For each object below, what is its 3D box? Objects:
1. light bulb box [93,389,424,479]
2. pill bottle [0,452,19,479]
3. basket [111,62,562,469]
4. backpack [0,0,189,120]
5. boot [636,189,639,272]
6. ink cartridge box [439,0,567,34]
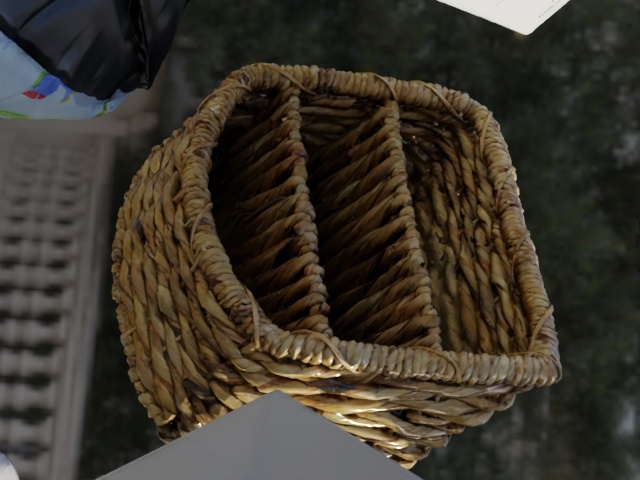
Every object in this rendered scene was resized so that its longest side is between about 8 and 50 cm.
[{"bbox_3d":[0.013,0.329,0.787,0.358,0.225,0.361,27,-48,47],"label":"light bulb box"},{"bbox_3d":[-0.500,0.275,1.459,0.229,0.407,0.229,9,90,-83],"label":"pill bottle"},{"bbox_3d":[0.000,0.000,1.095,0.223,0.213,0.299,-37,-144,26],"label":"basket"},{"bbox_3d":[-0.147,-0.183,0.560,0.355,0.273,0.290,30,62,-64],"label":"backpack"},{"bbox_3d":[0.189,0.054,0.468,0.207,0.094,0.247,152,-69,-74],"label":"boot"},{"bbox_3d":[0.060,-0.279,1.056,0.307,0.129,0.223,6,48,-58],"label":"ink cartridge box"}]
